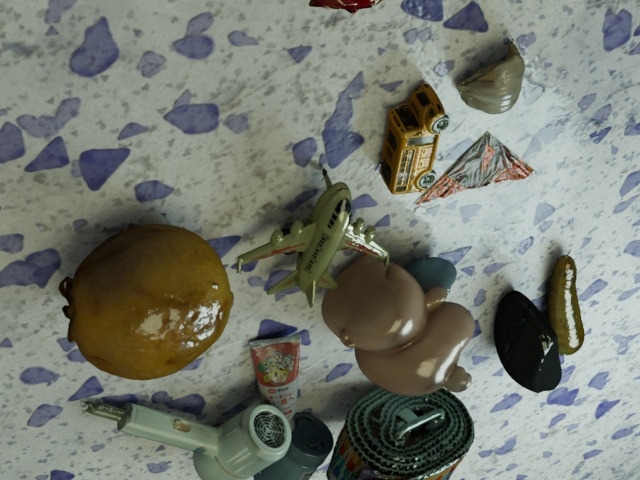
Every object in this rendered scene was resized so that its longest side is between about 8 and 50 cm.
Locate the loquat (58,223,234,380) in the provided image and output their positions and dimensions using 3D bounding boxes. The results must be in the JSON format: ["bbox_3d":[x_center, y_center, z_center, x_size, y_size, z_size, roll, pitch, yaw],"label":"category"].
[{"bbox_3d":[-0.234,0.087,1.484,0.238,0.193,0.238,-15,146,-10],"label":"loquat"}]

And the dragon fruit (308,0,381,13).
[{"bbox_3d":[0.036,-0.331,1.221,0.136,0.133,0.166,0,136,-20],"label":"dragon fruit"}]

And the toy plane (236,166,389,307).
[{"bbox_3d":[0.000,0.000,1.586,0.241,0.104,0.256,-2,134,-19],"label":"toy plane"}]

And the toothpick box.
[{"bbox_3d":[-0.051,0.409,2.016,0.101,0.101,0.153,5,133,-33],"label":"toothpick box"}]

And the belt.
[{"bbox_3d":[0.146,0.373,1.987,0.295,0.207,0.160,-14,142,-35],"label":"belt"}]

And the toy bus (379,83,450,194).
[{"bbox_3d":[0.131,-0.143,1.531,0.074,0.070,0.162,-10,139,-16],"label":"toy bus"}]

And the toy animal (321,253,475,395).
[{"bbox_3d":[0.123,0.139,1.733,0.221,0.210,0.230,2,99,-41],"label":"toy animal"}]

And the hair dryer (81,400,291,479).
[{"bbox_3d":[-0.237,0.320,1.813,0.357,0.108,0.173,21,138,-30],"label":"hair dryer"}]

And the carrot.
[{"bbox_3d":[0.454,0.107,1.993,0.078,0.078,0.298,-21,138,-7],"label":"carrot"}]

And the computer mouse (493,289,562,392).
[{"bbox_3d":[0.379,0.206,2.001,0.086,0.137,0.270,-32,143,-8],"label":"computer mouse"}]

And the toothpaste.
[{"bbox_3d":[-0.074,0.247,1.867,0.089,0.057,0.234,-8,131,-8],"label":"toothpaste"}]

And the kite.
[{"bbox_3d":[0.252,-0.122,1.672,0.222,0.008,0.125,-15,137,-15],"label":"kite"}]

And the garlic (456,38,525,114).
[{"bbox_3d":[0.246,-0.218,1.509,0.094,0.074,0.113,-25,158,-17],"label":"garlic"}]
